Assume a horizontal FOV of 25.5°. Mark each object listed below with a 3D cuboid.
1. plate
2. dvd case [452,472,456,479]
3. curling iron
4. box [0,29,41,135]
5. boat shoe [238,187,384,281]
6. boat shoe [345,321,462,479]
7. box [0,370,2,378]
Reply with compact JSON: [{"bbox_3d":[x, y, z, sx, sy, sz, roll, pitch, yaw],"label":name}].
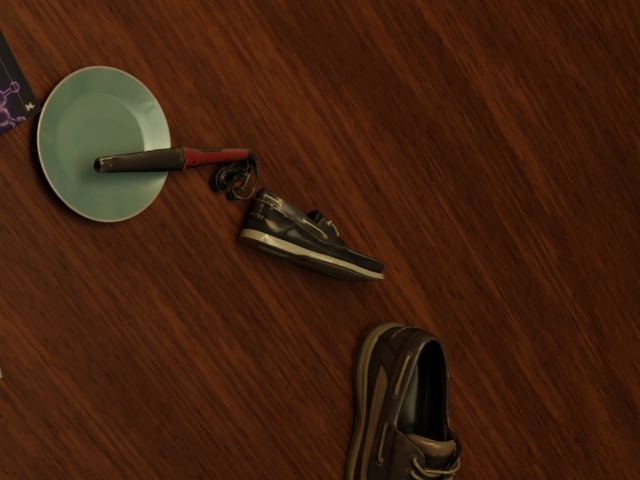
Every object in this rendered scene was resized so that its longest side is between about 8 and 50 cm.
[{"bbox_3d":[-0.262,-0.115,1.697,0.188,0.024,0.188,3,85,-40],"label":"plate"},{"bbox_3d":[0.153,0.368,2.038,0.087,0.013,0.119,29,69,-36],"label":"dvd case"},{"bbox_3d":[-0.168,-0.088,1.740,0.274,0.035,0.068,2,88,-52],"label":"curling iron"},{"bbox_3d":[-0.444,-0.208,1.496,0.184,0.103,0.261,-39,112,-38],"label":"box"},{"bbox_3d":[0.000,0.000,1.879,0.233,0.084,0.079,24,73,-35],"label":"boat shoe"},{"bbox_3d":[0.117,0.289,1.927,0.132,0.130,0.356,-2,88,-33],"label":"boat shoe"},{"bbox_3d":[-0.443,0.097,1.491,0.186,0.038,0.145,-7,72,-40],"label":"box"}]
